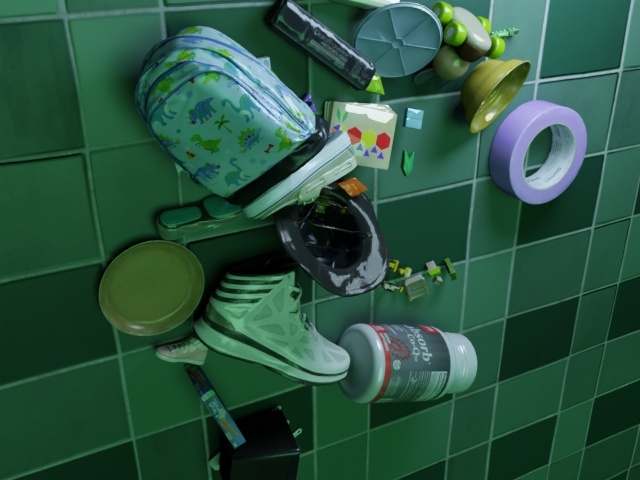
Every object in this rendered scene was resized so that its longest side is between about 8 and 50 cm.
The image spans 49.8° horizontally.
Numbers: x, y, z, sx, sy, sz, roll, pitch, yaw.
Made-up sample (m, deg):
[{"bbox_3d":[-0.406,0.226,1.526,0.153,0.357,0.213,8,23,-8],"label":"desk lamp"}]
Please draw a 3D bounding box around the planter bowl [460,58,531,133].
[{"bbox_3d":[0.412,-0.378,1.703,0.217,0.090,0.217,-41,162,-16],"label":"planter bowl"}]

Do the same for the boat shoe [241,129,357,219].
[{"bbox_3d":[-0.035,-0.127,1.501,0.302,0.109,0.094,-38,110,-19],"label":"boat shoe"}]

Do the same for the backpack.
[{"bbox_3d":[-0.195,-0.247,1.357,0.290,0.273,0.355,-29,115,20],"label":"backpack"}]

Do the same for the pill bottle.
[{"bbox_3d":[0.239,0.337,1.897,0.363,0.210,0.210,6,110,-32],"label":"pill bottle"}]

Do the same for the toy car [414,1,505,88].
[{"bbox_3d":[0.309,-0.442,1.639,0.155,0.149,0.188,7,137,-33],"label":"toy car"}]

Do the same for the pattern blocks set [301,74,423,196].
[{"bbox_3d":[0.086,-0.247,1.612,0.324,0.026,0.285,15,93,-25],"label":"pattern blocks set"}]

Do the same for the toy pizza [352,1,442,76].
[{"bbox_3d":[0.171,-0.450,1.542,0.201,0.032,0.201,-4,143,-3],"label":"toy pizza"}]

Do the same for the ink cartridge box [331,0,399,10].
[{"bbox_3d":[0.100,-0.617,1.458,0.171,0.056,0.235,1,100,-31],"label":"ink cartridge box"}]

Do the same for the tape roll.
[{"bbox_3d":[0.600,-0.242,1.901,0.274,0.090,0.275,-13,119,-25],"label":"tape roll"}]

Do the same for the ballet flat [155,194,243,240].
[{"bbox_3d":[-0.260,-0.052,1.526,0.213,0.072,0.068,-16,147,-22],"label":"ballet flat"}]

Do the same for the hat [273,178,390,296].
[{"bbox_3d":[0.000,0.000,1.607,0.331,0.331,0.134,9,146,-32],"label":"hat"}]

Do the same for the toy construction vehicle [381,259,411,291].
[{"bbox_3d":[0.197,0.095,1.870,0.098,0.035,0.086,14,94,-36],"label":"toy construction vehicle"}]

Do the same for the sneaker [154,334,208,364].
[{"bbox_3d":[-0.324,0.251,1.634,0.134,0.051,0.070,16,102,-38],"label":"sneaker"}]

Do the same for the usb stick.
[{"bbox_3d":[0.006,-0.421,1.490,0.278,0.045,0.077,29,88,-31],"label":"usb stick"}]

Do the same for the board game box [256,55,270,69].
[{"bbox_3d":[-0.148,-0.340,1.468,0.090,0.020,0.090,-16,120,-21],"label":"board game box"}]

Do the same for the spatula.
[{"bbox_3d":[-0.173,0.566,1.890,0.242,0.019,0.168,-39,125,-8],"label":"spatula"}]

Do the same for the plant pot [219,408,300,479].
[{"bbox_3d":[-0.166,0.570,1.784,0.167,0.187,0.188,2,110,-21],"label":"plant pot"}]

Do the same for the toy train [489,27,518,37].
[{"bbox_3d":[0.462,-0.519,1.728,0.083,0.023,0.017,-18,120,-22],"label":"toy train"}]

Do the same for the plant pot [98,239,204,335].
[{"bbox_3d":[-0.378,0.103,1.543,0.236,0.032,0.236,-13,119,-25],"label":"plant pot"}]

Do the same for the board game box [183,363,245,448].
[{"bbox_3d":[-0.259,0.400,1.689,0.035,0.136,0.201,-32,124,-13],"label":"board game box"}]

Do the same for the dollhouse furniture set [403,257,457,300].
[{"bbox_3d":[0.301,0.103,1.936,0.151,0.059,0.076,-22,132,3],"label":"dollhouse furniture set"}]

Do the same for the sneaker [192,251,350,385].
[{"bbox_3d":[-0.061,0.188,1.679,0.447,0.169,0.257,23,102,-33],"label":"sneaker"}]
